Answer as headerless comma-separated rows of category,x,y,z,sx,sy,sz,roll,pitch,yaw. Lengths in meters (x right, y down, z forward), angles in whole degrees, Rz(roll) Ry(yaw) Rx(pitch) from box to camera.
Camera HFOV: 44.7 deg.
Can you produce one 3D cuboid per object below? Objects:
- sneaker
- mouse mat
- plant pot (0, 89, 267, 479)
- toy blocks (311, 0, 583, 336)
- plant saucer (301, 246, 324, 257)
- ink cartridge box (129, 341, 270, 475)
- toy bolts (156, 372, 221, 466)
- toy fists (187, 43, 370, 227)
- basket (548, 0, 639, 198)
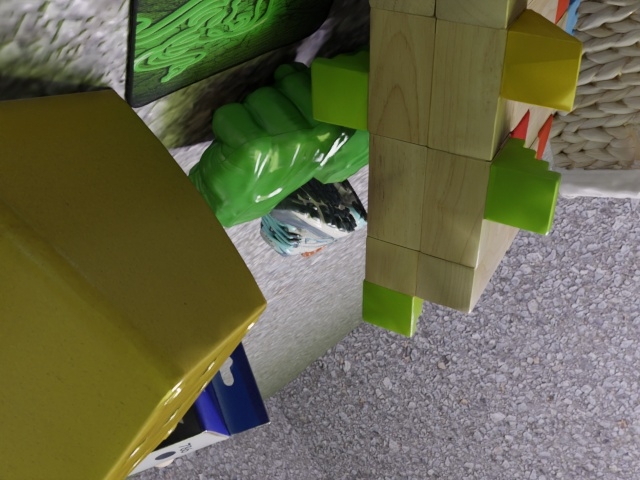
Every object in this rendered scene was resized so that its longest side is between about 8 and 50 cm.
sneaker,-0.023,-0.023,0.971,0.122,0.110,0.283,-34,169,13
mouse mat,-0.053,-0.169,0.558,0.190,0.007,0.152,-29,167,-25
plant pot,-0.163,0.051,0.493,0.212,0.187,0.212,-52,176,21
toy blocks,0.139,-0.135,0.652,0.261,0.191,0.381,-48,146,-45
plant saucer,0.000,0.000,1.347,0.083,0.013,0.083,-34,169,-8
ink cartridge box,-0.231,0.160,0.784,0.333,0.165,0.065,-19,155,-14
toy bolts,-0.258,0.313,1.503,0.228,0.158,0.218,-41,167,26
toy fists,0.000,-0.111,0.728,0.279,0.096,0.142,-26,172,-45
basket,0.434,-0.224,0.800,0.331,0.266,0.328,-27,-165,-26
